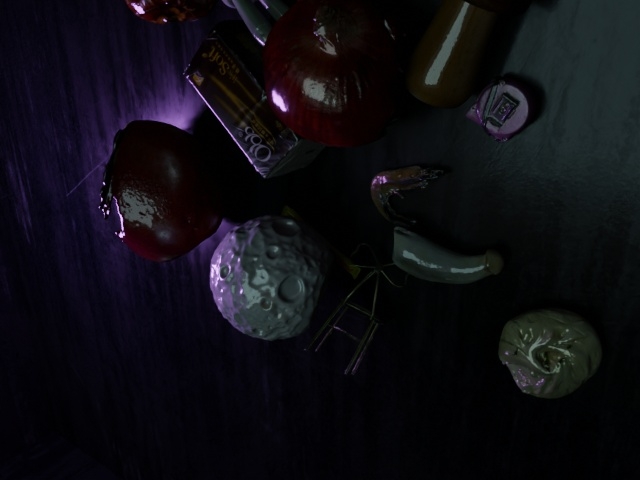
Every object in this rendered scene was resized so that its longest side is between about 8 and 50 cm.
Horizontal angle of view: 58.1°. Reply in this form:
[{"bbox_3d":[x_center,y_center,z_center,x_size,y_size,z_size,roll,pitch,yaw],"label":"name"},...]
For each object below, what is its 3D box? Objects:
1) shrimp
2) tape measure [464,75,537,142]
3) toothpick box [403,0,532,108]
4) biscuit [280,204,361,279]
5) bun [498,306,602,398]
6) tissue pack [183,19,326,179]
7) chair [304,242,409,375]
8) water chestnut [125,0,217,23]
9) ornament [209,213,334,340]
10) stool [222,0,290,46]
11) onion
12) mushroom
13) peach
[{"bbox_3d":[0.212,-0.106,1.390,0.219,0.046,0.152,-11,101,44],"label":"shrimp"},{"bbox_3d":[0.373,-0.267,1.176,0.118,0.074,0.125,40,131,16],"label":"tape measure"},{"bbox_3d":[0.276,-0.414,1.117,0.192,0.192,0.294,38,133,19],"label":"toothpick box"},{"bbox_3d":[0.000,0.000,1.617,0.292,0.026,0.048,41,145,16],"label":"biscuit"},{"bbox_3d":[0.500,0.257,1.283,0.210,0.116,0.237,29,123,24],"label":"bun"},{"bbox_3d":[-0.135,-0.354,1.450,0.198,0.210,0.370,-42,80,35],"label":"tissue pack"},{"bbox_3d":[0.107,0.191,1.547,0.160,0.170,0.325,28,84,17],"label":"chair"},{"bbox_3d":[-0.381,-0.688,1.448,0.289,0.289,0.244,28,153,26],"label":"water chestnut"},{"bbox_3d":[-0.133,0.093,1.522,0.337,0.337,0.336,16,118,32],"label":"ornament"},{"bbox_3d":[-0.104,-0.575,1.336,0.199,0.195,0.195,45,129,8],"label":"stool"},{"bbox_3d":[0.028,-0.368,1.234,0.342,0.341,0.340,16,118,32],"label":"onion"},{"bbox_3d":[0.294,0.048,1.370,0.270,0.103,0.118,13,126,21],"label":"mushroom"},{"bbox_3d":[-0.474,-0.159,1.718,0.416,0.353,0.339,56,176,-4],"label":"peach"}]
